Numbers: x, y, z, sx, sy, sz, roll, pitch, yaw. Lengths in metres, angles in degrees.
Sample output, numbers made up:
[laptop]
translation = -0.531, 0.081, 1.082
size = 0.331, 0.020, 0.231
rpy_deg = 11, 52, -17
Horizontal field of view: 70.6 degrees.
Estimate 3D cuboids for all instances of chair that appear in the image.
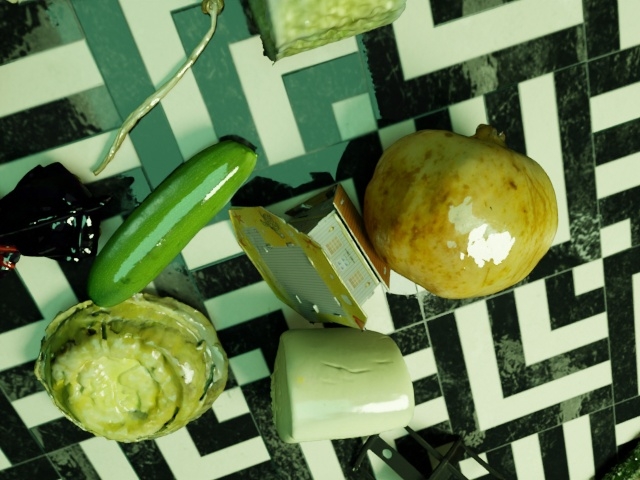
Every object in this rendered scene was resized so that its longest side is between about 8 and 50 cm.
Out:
[chair]
translation = 0.208, 0.435, 0.813
size = 0.260, 0.141, 0.155
rpy_deg = 38, 102, 27

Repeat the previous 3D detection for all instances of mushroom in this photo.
[mushroom]
translation = -0.212, -0.194, 0.590
size = 0.028, 0.026, 0.286
rpy_deg = 38, 101, -2

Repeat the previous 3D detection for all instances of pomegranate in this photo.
[pomegranate]
translation = 0.182, -0.042, 0.601
size = 0.248, 0.248, 0.249
rpy_deg = -3, 109, -8

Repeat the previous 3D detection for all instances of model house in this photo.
[model house]
translation = 0.000, 0.000, 0.644
size = 0.136, 0.207, 0.219
rpy_deg = -43, 109, -28

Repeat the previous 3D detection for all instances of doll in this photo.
[doll]
translation = -0.384, -0.024, 0.589
size = 0.248, 0.088, 0.127
rpy_deg = -19, 131, 7

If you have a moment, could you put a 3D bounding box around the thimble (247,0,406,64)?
[thimble]
translation = -0.021, -0.332, 0.445
size = 0.149, 0.271, 0.271
rpy_deg = -19, 110, -4

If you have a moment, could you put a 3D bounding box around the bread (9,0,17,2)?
[bread]
translation = -0.400, -0.360, 0.481
size = 0.178, 0.060, 0.140
rpy_deg = 22, 104, -16

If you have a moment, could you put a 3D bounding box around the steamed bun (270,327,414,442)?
[steamed bun]
translation = 0.026, 0.206, 0.664
size = 0.199, 0.250, 0.155
rpy_deg = -2, 71, -9

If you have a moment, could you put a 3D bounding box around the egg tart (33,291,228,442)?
[egg tart]
translation = -0.279, 0.202, 0.672
size = 0.278, 0.095, 0.279
rpy_deg = -3, 110, -10

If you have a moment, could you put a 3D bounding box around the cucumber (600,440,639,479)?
[cucumber]
translation = 0.672, 0.457, 0.915
size = 0.096, 0.096, 0.359
rpy_deg = 38, 98, -19

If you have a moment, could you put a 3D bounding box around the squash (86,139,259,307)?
[squash]
translation = -0.202, -0.028, 0.609
size = 0.292, 0.082, 0.082
rpy_deg = -46, 109, -1
